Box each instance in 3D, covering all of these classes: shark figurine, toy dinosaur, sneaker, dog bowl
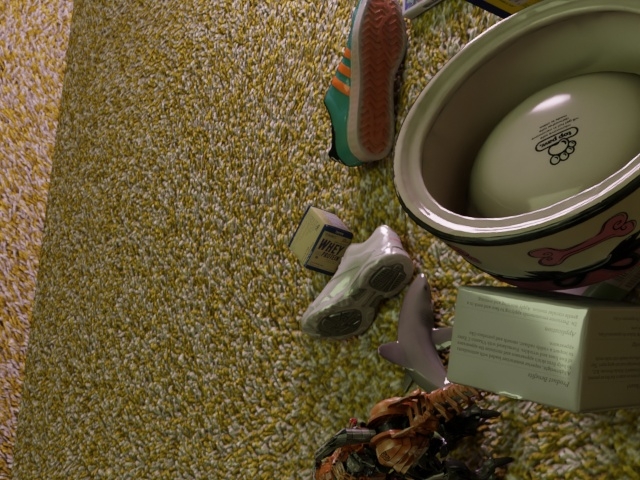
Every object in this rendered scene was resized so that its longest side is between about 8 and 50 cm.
[{"bbox_3d":[0.143,0.168,1.872,0.166,0.116,0.278,-65,30,15],"label":"shark figurine"},{"bbox_3d":[0.121,0.272,1.747,0.322,0.218,0.164,-23,55,52],"label":"toy dinosaur"},{"bbox_3d":[0.061,-0.270,2.225,0.121,0.108,0.302,-10,68,51],"label":"sneaker"},{"bbox_3d":[0.296,-0.114,1.604,0.408,0.150,0.408,-23,39,20],"label":"dog bowl"},{"bbox_3d":[0.055,0.066,2.102,0.232,0.090,0.115,-41,35,27],"label":"sneaker"}]

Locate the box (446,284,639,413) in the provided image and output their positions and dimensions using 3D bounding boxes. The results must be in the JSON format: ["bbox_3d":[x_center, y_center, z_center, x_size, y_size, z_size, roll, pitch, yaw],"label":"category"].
[{"bbox_3d":[0.275,0.123,1.560,0.181,0.182,0.119,10,94,41],"label":"box"}]

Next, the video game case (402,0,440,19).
[{"bbox_3d":[0.201,-0.484,2.195,0.183,0.023,0.201,-24,57,51],"label":"video game case"}]

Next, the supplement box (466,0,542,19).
[{"bbox_3d":[0.341,-0.447,1.784,0.356,0.195,0.194,-19,58,54],"label":"supplement box"}]

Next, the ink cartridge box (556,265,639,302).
[{"bbox_3d":[0.327,-0.012,1.722,0.171,0.056,0.235,-52,35,30],"label":"ink cartridge box"}]

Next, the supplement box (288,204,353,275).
[{"bbox_3d":[0.000,0.000,2.235,0.083,0.056,0.083,-63,32,15],"label":"supplement box"}]
